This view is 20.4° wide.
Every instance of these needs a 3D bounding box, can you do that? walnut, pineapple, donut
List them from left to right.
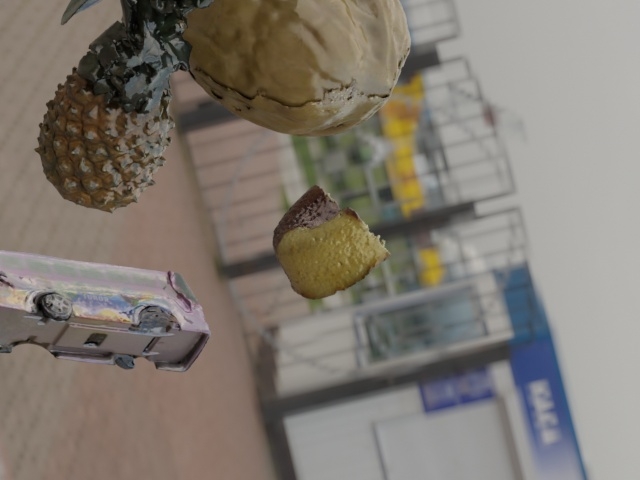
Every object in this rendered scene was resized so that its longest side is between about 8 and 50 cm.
[{"bbox_3d":[-0.153,-0.133,1.463,0.251,0.125,0.125,-56,-146,41],"label":"pineapple"},{"bbox_3d":[-0.032,-0.195,1.575,0.245,0.198,0.198,38,-9,16],"label":"walnut"},{"bbox_3d":[0.001,0.001,2.433,0.085,0.141,0.217,53,-10,-23],"label":"donut"}]

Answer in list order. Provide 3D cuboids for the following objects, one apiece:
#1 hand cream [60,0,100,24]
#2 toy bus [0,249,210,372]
[{"bbox_3d":[-0.181,-0.333,1.965,0.078,0.124,0.341,48,32,-13],"label":"hand cream"},{"bbox_3d":[-0.268,0.082,2.049,0.090,0.274,0.112,-55,-141,36],"label":"toy bus"}]
